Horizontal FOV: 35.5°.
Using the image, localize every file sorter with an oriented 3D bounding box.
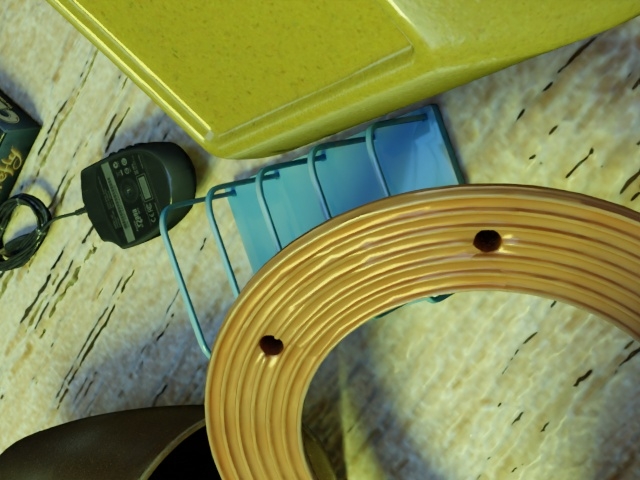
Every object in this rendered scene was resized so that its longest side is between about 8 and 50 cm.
[{"bbox_3d":[0.000,0.000,0.636,0.170,0.104,0.118,-19,90,31],"label":"file sorter"}]

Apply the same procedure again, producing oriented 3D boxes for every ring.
[{"bbox_3d":[0.098,0.113,0.577,0.337,0.032,0.336,5,123,9],"label":"ring"}]

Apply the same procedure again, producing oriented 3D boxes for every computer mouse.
[{"bbox_3d":[-0.179,-0.022,0.774,0.242,0.041,0.071,-15,94,37],"label":"computer mouse"}]

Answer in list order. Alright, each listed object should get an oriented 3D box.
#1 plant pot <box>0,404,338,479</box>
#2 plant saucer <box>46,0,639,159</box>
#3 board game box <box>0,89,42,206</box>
[{"bbox_3d":[-0.139,0.209,0.711,0.230,0.215,0.215,2,101,41],"label":"plant pot"},{"bbox_3d":[-0.066,-0.164,0.490,0.333,0.081,0.333,44,155,-18],"label":"plant saucer"},{"bbox_3d":[-0.350,-0.047,0.854,0.165,0.042,0.243,41,116,16],"label":"board game box"}]
